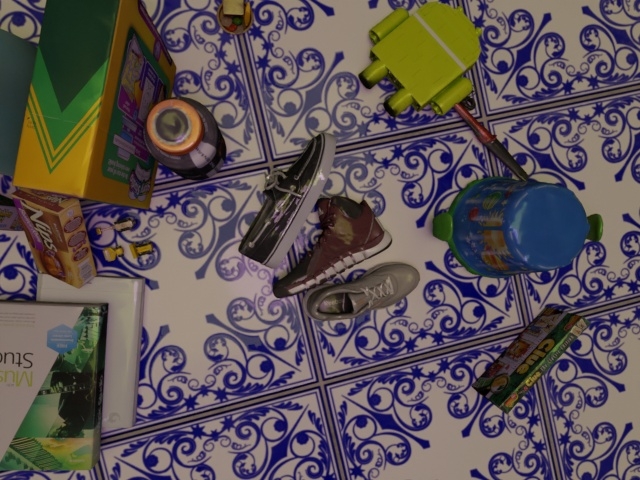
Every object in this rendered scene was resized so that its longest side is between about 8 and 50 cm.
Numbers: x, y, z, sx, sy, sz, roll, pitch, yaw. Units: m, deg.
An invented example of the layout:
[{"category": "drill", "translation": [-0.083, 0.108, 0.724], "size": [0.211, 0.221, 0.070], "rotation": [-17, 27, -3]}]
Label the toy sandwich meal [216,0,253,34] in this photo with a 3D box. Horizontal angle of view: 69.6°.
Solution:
[{"category": "toy sandwich meal", "translation": [-0.180, -0.480, 0.971], "size": [0.086, 0.029, 0.085], "rotation": [0, 91, -7]}]

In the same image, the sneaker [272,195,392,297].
[{"category": "sneaker", "translation": [0.000, 0.000, 0.977], "size": [0.282, 0.106, 0.162], "rotation": [-27, 89, -16]}]

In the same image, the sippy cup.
[{"category": "sippy cup", "translation": [0.411, -0.027, 0.954], "size": [0.306, 0.224, 0.240], "rotation": [-35, 94, -4]}]

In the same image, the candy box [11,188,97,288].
[{"category": "candy box", "translation": [-0.496, -0.007, 0.867], "size": [0.109, 0.053, 0.186], "rotation": [21, 131, 14]}]

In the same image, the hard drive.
[{"category": "hard drive", "translation": [-0.478, 0.225, 0.947], "size": [0.203, 0.040, 0.306], "rotation": [4, 90, -7]}]

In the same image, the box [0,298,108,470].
[{"category": "box", "translation": [-0.546, 0.277, 0.890], "size": [0.233, 0.058, 0.321], "rotation": [3, 92, -6]}]

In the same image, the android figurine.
[{"category": "android figurine", "translation": [0.224, -0.395, 0.992], "size": [0.273, 0.056, 0.248], "rotation": [-42, 86, -2]}]

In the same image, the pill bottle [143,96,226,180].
[{"category": "pill bottle", "translation": [-0.251, -0.188, 0.861], "size": [0.131, 0.246, 0.130], "rotation": [0, 92, -7]}]

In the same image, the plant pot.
[{"category": "plant pot", "translation": [-0.601, -0.241, 0.790], "size": [0.294, 0.293, 0.234], "rotation": [10, 92, -7]}]

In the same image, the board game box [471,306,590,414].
[{"category": "board game box", "translation": [0.455, 0.255, 1.010], "size": [0.259, 0.136, 0.030], "rotation": [-45, 97, -5]}]

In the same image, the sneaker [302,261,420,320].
[{"category": "sneaker", "translation": [0.096, 0.119, 0.971], "size": [0.263, 0.121, 0.099], "rotation": [-19, 94, -6]}]

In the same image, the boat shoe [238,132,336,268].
[{"category": "boat shoe", "translation": [-0.074, -0.096, 0.952], "size": [0.105, 0.113, 0.306], "rotation": [26, 97, -21]}]

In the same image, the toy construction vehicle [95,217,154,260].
[{"category": "toy construction vehicle", "translation": [-0.405, -0.002, 0.957], "size": [0.098, 0.035, 0.085], "rotation": [-17, 104, -3]}]

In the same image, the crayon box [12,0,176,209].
[{"category": "crayon box", "translation": [-0.358, -0.219, 0.789], "size": [0.106, 0.363, 0.312], "rotation": [12, 90, -7]}]

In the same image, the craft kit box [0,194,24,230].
[{"category": "craft kit box", "translation": [-0.690, -0.089, 0.811], "size": [0.250, 0.246, 0.060], "rotation": [24, 90, -7]}]

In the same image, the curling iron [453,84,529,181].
[{"category": "curling iron", "translation": [0.385, -0.242, 1.040], "size": [0.068, 0.035, 0.274], "rotation": [-41, 95, -4]}]
